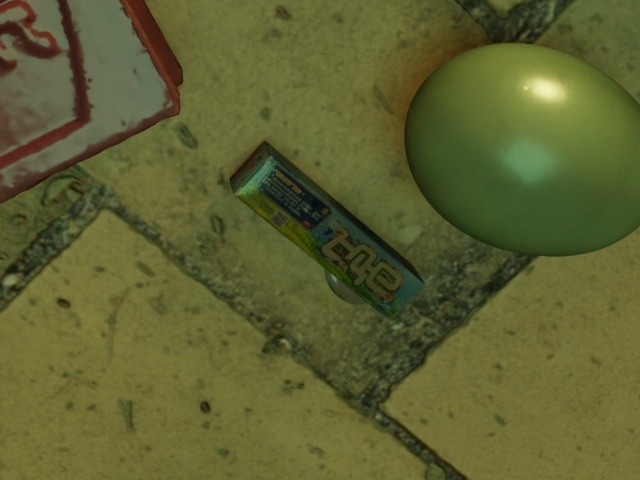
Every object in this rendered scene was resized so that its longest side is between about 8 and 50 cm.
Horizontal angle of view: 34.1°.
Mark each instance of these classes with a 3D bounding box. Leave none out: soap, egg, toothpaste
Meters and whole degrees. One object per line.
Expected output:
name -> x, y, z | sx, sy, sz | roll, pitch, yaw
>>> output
soap -> -0.277, -0.206, 0.738 | 0.233, 0.128, 0.359 | -27, 115, 2
egg -> 0.177, -0.072, 0.861 | 0.231, 0.168, 0.168 | 17, 110, -22
toothpaste -> 0.000, 0.000, 0.928 | 0.193, 0.044, 0.070 | 39, 101, -23
